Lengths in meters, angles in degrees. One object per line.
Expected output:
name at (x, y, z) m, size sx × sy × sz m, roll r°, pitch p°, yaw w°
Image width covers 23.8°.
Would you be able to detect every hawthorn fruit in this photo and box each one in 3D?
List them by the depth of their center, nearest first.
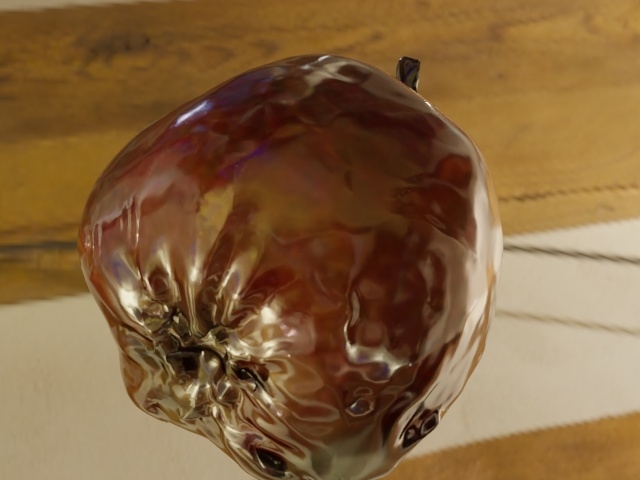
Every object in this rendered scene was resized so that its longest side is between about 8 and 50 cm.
hawthorn fruit at (-0.010, 0.016, 1.110) m, size 0.308 × 0.308 × 0.325 m, roll 27°, pitch -160°, yaw 17°
